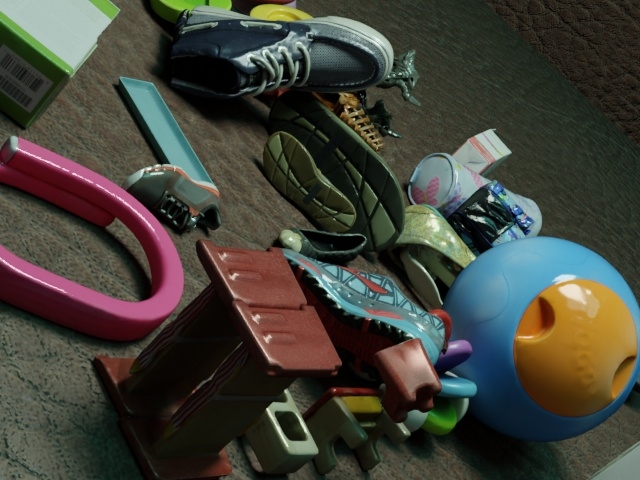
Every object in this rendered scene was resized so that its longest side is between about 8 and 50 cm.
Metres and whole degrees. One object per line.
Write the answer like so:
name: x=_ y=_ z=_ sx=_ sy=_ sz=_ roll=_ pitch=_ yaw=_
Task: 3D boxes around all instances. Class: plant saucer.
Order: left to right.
plant saucer: x=-0.213 y=-0.144 z=1.525 sx=0.067 sy=0.018 sz=0.192 roll=3 pitch=50 yaw=-55

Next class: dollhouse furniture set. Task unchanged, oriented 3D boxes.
dollhouse furniture set: x=-0.024 y=0.135 z=1.196 sx=0.374 sy=0.201 sz=0.152 roll=10 pitch=43 yaw=-50

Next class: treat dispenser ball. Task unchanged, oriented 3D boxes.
treat dispenser ball: x=0.308 y=0.139 z=1.586 sx=0.288 sy=0.288 sz=0.288 roll=35 pitch=28 yaw=-22

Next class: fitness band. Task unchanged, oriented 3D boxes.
fitness band: x=-0.273 y=-0.002 z=1.192 sx=0.290 sy=0.054 sz=0.209 roll=26 pitch=32 yaw=-33

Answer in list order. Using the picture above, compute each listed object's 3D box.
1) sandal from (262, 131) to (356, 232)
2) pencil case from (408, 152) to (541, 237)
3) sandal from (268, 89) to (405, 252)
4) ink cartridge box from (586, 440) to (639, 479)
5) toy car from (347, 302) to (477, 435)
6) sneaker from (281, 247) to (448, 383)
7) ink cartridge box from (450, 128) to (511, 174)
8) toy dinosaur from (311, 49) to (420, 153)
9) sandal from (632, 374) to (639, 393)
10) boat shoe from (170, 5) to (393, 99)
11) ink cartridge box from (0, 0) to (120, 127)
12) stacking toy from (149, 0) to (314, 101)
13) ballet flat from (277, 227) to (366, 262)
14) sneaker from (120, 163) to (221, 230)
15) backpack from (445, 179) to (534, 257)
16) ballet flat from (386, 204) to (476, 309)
sandal: x=-0.018 y=-0.085 z=1.679 sx=0.180 sy=0.072 sz=0.049 roll=45 pitch=10 yaw=-5
pencil case: x=0.283 y=-0.066 z=2.043 sx=0.273 sy=0.114 sz=0.124 roll=23 pitch=16 yaw=-40
sandal: x=0.036 y=-0.116 z=1.754 sx=0.303 sy=0.120 sz=0.086 roll=55 pitch=13 yaw=19
ink cartridge box: x=0.598 y=0.479 z=1.675 sx=0.384 sy=0.160 sz=0.279 roll=26 pitch=32 yaw=-35
toy car: x=0.135 y=0.161 z=1.469 sx=0.159 sy=0.136 sz=0.182 roll=7 pitch=45 yaw=-53
sneaker: x=0.040 y=0.088 z=1.408 sx=0.261 sy=0.104 sz=0.125 roll=32 pitch=31 yaw=19
ink cartridge box: x=0.297 y=-0.149 z=2.179 sx=0.067 sy=0.115 sz=0.198 roll=48 pitch=26 yaw=7
toy dinosaur: x=0.047 y=-0.263 z=1.990 sx=0.218 sy=0.164 sz=0.322 roll=8 pitch=61 yaw=-31
sandal: x=0.575 y=0.227 z=2.142 sx=0.097 sy=0.054 sz=0.254 roll=50 pitch=15 yaw=-9
boat shoe: x=-0.065 y=-0.259 z=1.679 sx=0.340 sy=0.127 sz=0.158 roll=6 pitch=35 yaw=5
ink cartridge box: x=-0.371 y=-0.275 z=1.388 sx=0.188 sy=0.097 sz=0.255 roll=39 pitch=25 yaw=-14
stacking toy: x=-0.156 y=-0.367 z=1.889 sx=0.279 sy=0.130 sz=0.309 roll=8 pitch=35 yaw=-13
ballet flat: x=0.000 y=0.000 z=1.598 sx=0.173 sy=0.049 sz=0.057 roll=5 pitch=46 yaw=-54
sneaker: x=-0.176 y=-0.048 z=1.397 sx=0.157 sy=0.061 sz=0.065 roll=12 pitch=48 yaw=-48
backpack: x=0.287 y=0.007 z=1.843 sx=0.173 sy=0.117 sz=0.158 roll=47 pitch=-19 yaw=4
ballet flat: x=0.236 y=0.093 z=1.768 sx=0.348 sy=0.123 sz=0.123 roll=45 pitch=26 yaw=-5
